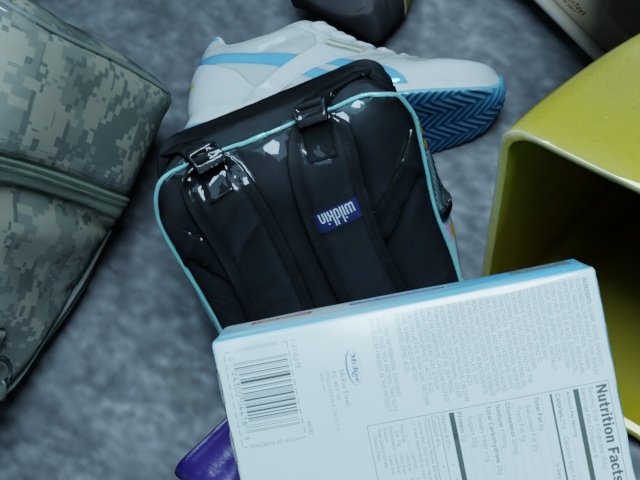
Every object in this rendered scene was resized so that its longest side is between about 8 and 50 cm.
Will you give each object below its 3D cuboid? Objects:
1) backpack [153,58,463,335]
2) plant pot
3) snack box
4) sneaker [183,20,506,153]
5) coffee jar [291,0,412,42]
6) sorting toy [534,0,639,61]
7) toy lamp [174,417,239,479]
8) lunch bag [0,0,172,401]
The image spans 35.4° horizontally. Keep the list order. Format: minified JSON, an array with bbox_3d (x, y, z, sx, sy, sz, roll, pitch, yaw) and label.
[{"bbox_3d":[0.000,0.000,0.619,0.165,0.144,0.188,-23,107,2],"label":"backpack"},{"bbox_3d":[0.231,-0.009,0.565,0.212,0.212,0.187,29,62,22],"label":"plant pot"},{"bbox_3d":[0.071,0.185,0.502,0.187,0.060,0.322,-11,92,4],"label":"snack box"},{"bbox_3d":[0.015,-0.111,0.713,0.228,0.087,0.092,-2,64,9],"label":"sneaker"},{"bbox_3d":[0.055,-0.241,0.766,0.096,0.079,0.184,29,75,22],"label":"coffee jar"},{"bbox_3d":[0.249,-0.211,0.740,0.208,0.038,0.193,-32,64,-9],"label":"sorting toy"},{"bbox_3d":[-0.095,0.220,0.590,0.080,0.080,0.275,26,75,21],"label":"toy lamp"},{"bbox_3d":[-0.292,-0.054,0.682,0.305,0.212,0.256,24,89,23],"label":"lunch bag"}]
